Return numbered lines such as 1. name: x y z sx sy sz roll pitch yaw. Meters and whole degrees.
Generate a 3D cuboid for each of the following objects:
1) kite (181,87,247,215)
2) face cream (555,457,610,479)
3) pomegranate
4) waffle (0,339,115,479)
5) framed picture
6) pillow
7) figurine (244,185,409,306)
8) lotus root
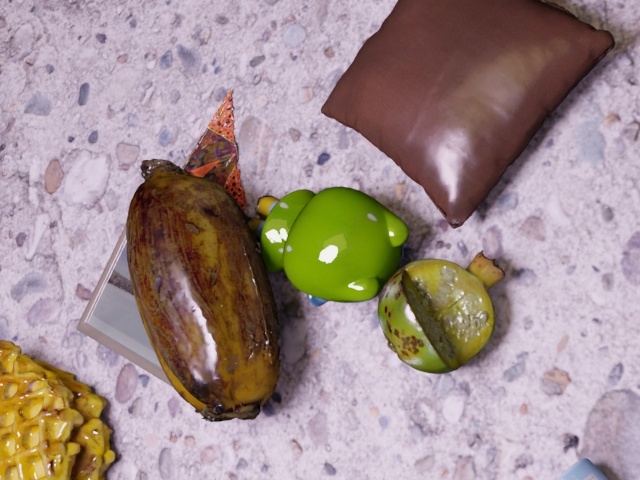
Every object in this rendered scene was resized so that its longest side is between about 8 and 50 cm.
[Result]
1. kite: -0.179 -0.123 1.389 0.125 0.008 0.222 -17 69 24
2. face cream: 0.344 0.342 0.936 0.075 0.075 0.229 -48 59 9
3. pomegranate: 0.148 0.086 1.094 0.143 0.122 0.169 44 62 3
4. waffle: -0.463 0.315 1.343 0.324 0.151 0.261 31 95 30
5. framed picture: -0.238 0.099 1.353 0.289 0.016 0.213 24 88 31
6. pillow: 0.175 -0.220 1.166 0.305 0.108 0.308 -51 56 9
7. figurine: 0.000 0.000 1.187 0.263 0.143 0.162 20 71 43
8. lotus root: -0.171 0.063 1.202 0.196 0.179 0.397 -44 59 51
